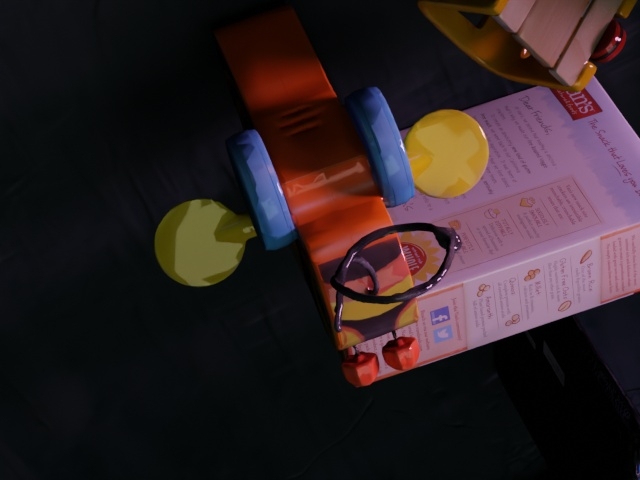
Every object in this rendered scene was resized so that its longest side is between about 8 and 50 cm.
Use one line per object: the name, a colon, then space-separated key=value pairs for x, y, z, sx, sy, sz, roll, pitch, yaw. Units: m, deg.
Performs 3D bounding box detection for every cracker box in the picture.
cracker box: x=0.102 y=-0.011 z=1.240 sx=0.232 sy=0.156 sz=0.067 roll=-18 pitch=133 yaw=-6

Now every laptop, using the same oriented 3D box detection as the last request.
laptop: x=0.227 y=0.130 z=1.355 sx=0.136 sy=0.234 sz=0.264 roll=-14 pitch=132 yaw=-12

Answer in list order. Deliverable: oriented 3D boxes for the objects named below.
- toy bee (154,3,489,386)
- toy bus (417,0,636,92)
toy bee: x=0.000 y=0.000 z=1.109 sx=0.195 sy=0.298 sz=0.162 roll=-6 pitch=129 yaw=11
toy bus: x=0.144 y=-0.191 z=1.140 sx=0.202 sy=0.104 sz=0.191 roll=-16 pitch=110 yaw=-32
